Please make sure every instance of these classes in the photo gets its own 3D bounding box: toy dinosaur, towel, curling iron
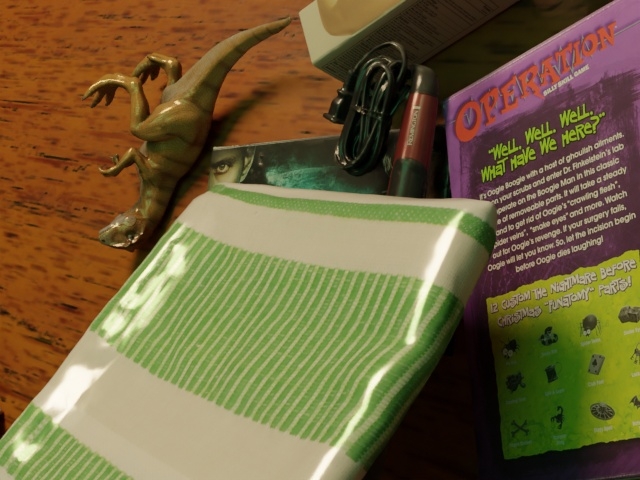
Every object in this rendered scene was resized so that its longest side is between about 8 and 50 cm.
[{"bbox_3d":[-0.094,-0.090,0.696,0.112,0.064,0.211,42,115,20],"label":"toy dinosaur"},{"bbox_3d":[-0.082,0.097,0.459,0.325,0.038,0.248,-50,30,-21],"label":"towel"},{"bbox_3d":[0.028,0.031,0.533,0.068,0.035,0.274,-10,74,52],"label":"curling iron"}]

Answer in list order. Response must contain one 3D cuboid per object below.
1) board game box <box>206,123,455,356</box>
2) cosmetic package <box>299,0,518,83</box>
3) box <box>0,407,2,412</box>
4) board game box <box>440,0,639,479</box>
[{"bbox_3d":[0.000,0.000,0.603,0.186,0.026,0.126,-1,77,39],"label":"board game box"},{"bbox_3d":[0.051,-0.134,0.578,0.115,0.060,0.041,-29,60,28],"label":"cosmetic package"},{"bbox_3d":[-0.370,0.207,0.685,0.127,0.262,0.231,35,102,0],"label":"box"},{"bbox_3d":[0.182,-0.023,0.384,0.347,0.056,0.208,-26,65,51],"label":"board game box"}]
